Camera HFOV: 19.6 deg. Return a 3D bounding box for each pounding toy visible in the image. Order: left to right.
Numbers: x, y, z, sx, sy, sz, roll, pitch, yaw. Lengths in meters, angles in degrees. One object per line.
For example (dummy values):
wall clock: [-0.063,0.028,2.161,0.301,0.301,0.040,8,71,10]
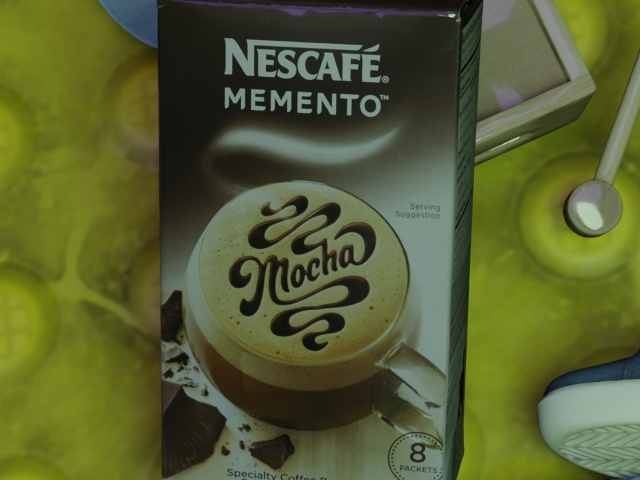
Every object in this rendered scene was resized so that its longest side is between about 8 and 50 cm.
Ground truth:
pounding toy: [0.124,-0.089,1.150,0.181,0.094,0.206,-24,82,-4]

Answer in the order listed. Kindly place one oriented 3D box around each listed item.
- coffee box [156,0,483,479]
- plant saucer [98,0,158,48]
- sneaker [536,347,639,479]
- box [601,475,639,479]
coffee box: [0.000,0.000,1.055,0.168,0.119,0.297,4,108,10]
plant saucer: [-0.063,-0.206,1.233,0.195,0.037,0.195,-2,75,9]
sneaker: [0.293,0.045,1.075,0.350,0.131,0.148,-8,65,1]
box: [0.107,0.218,1.072,0.225,0.036,0.136,-11,95,5]
